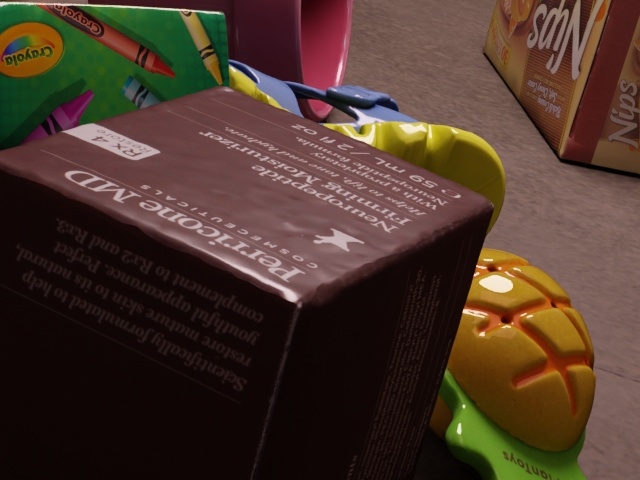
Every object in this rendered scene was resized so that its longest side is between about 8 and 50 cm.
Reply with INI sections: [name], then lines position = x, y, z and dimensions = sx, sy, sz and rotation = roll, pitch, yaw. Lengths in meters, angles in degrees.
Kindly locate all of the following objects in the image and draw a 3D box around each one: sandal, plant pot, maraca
[sandal]
position = -0.040, -0.063, 1.161
dimensions = 0.317, 0.126, 0.138
rotation = 15, 16, -24
[plant pot]
position = -0.080, -0.197, 1.377
dimensions = 0.180, 0.201, 0.201
rotation = 3, 19, 12
[maraca]
position = 0.098, 0.077, 0.927
dimensions = 0.127, 0.099, 0.185
rotation = 25, 34, -28

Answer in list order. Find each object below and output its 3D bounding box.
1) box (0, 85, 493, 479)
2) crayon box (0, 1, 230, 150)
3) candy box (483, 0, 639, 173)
[box]
position = -0.049, 0.045, 0.801
dimensions = 0.168, 0.167, 0.203
rotation = 24, 23, 21
[crayon box]
position = -0.200, -0.082, 0.981
dimensions = 0.165, 0.081, 0.278
rotation = -4, 3, -41
[candy box]
position = 0.246, -0.206, 1.604
dimensions = 0.088, 0.183, 0.316
rotation = 9, 22, -13
